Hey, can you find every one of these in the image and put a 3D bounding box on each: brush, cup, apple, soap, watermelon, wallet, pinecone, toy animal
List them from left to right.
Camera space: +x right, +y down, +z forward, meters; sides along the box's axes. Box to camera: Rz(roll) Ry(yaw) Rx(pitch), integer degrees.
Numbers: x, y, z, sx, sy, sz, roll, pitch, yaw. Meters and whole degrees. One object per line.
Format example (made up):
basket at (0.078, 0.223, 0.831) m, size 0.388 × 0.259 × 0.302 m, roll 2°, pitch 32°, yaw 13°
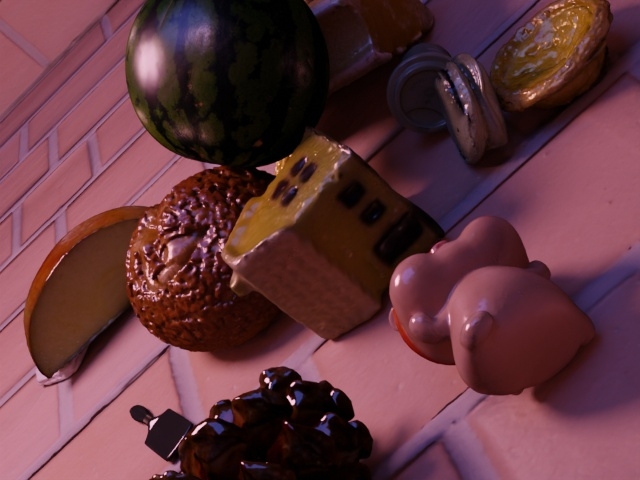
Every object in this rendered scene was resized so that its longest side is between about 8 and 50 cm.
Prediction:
wallet at (-0.457, 0.178, 1.851) m, size 0.124 × 0.032 × 0.183 m, roll -19°, pitch 38°, yaw 36°
apple at (-0.398, 0.067, 1.781) m, size 0.346 × 0.179 × 0.254 m, roll -44°, pitch -14°, yaw -5°
brush at (-0.238, 0.268, 1.467) m, size 0.063 × 0.016 × 0.193 m, roll -54°, pitch 30°, yaw -13°
watermelon at (-0.128, -0.234, 1.395) m, size 0.285 × 0.285 × 0.285 m, roll -33°, pitch 32°, yaw 24°
pinecone at (-0.052, 0.254, 1.032) m, size 0.244 × 0.244 × 0.309 m, roll -30°, pitch 22°, yaw 28°
soap at (-0.010, -0.301, 1.651) m, size 0.335 × 0.156 × 0.293 m, roll -25°, pitch 10°, yaw 33°
cup at (0.157, -0.227, 1.466) m, size 0.120 × 0.120 × 0.141 m, roll -35°, pitch 17°, yaw 20°
toy animal at (0.164, 0.068, 1.046) m, size 0.171 × 0.171 × 0.197 m, roll -49°, pitch 33°, yaw -3°

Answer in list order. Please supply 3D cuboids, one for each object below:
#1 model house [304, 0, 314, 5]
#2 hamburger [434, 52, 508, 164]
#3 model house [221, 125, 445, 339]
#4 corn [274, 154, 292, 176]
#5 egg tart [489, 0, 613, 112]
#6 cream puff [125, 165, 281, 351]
model house at (-0.100, -0.475, 2.051) m, size 0.229 × 0.219 × 0.199 m, roll -37°, pitch 72°, yaw 28°
hamburger at (0.192, -0.172, 1.314) m, size 0.062 × 0.140 × 0.133 m, roll -25°, pitch 0°, yaw -3°
model house at (0.000, 0.000, 1.306) m, size 0.234 × 0.193 × 0.175 m, roll -48°, pitch 29°, yaw 4°
corn at (-0.040, -0.120, 1.628) m, size 0.067 × 0.067 × 0.206 m, roll -35°, pitch 29°, yaw 22°
egg tart at (0.301, -0.232, 1.305) m, size 0.191 × 0.074 × 0.191 m, roll -34°, pitch 32°, yaw 25°
cream puff at (-0.162, 0.018, 1.470) m, size 0.303 × 0.212 × 0.303 m, roll -36°, pitch 35°, yaw 30°
